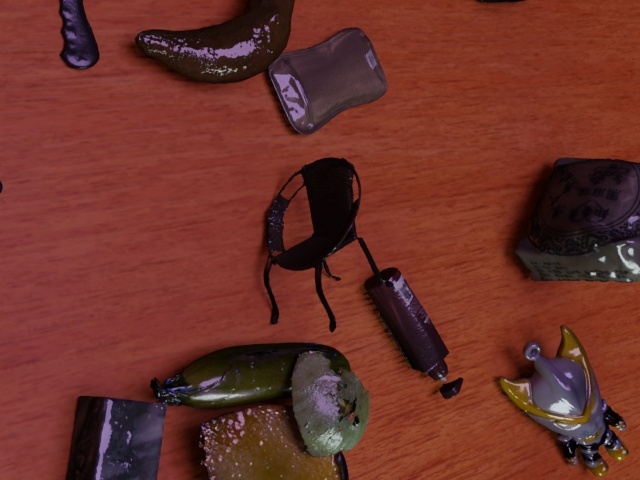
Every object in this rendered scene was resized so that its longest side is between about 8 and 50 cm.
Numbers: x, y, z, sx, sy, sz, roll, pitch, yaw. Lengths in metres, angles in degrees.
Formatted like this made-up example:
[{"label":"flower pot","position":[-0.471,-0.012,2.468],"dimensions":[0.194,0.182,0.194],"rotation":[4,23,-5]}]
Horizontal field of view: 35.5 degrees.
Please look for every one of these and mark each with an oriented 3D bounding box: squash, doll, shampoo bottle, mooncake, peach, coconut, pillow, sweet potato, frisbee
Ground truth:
[{"label":"squash","position":[-0.092,0.186,1.378],"dimensions":[0.331,0.087,0.087],"rotation":[-2,85,-39]},{"label":"doll","position":[0.438,0.295,1.764],"dimensions":[0.316,0.145,0.103],"rotation":[52,24,-27]},{"label":"shampoo bottle","position":[0.153,0.151,1.585],"dimensions":[0.068,0.067,0.236],"rotation":[-39,108,-24]},{"label":"mooncake","position":[0.482,-0.048,1.744],"dimensions":[0.136,0.254,0.250],"rotation":[53,54,-33]},{"label":"peach","position":[-0.078,0.316,1.381],"dimensions":[0.279,0.068,0.189],"rotation":[40,63,-30]},{"label":"coconut","position":[0.018,0.237,1.381],"dimensions":[0.158,0.055,0.133],"rotation":[34,68,-34]},{"label":"pillow","position":[0.015,-0.253,1.550],"dimensions":[0.217,0.033,0.130],"rotation":[-32,100,-35]},{"label":"sweet potato","position":[-0.114,-0.294,1.419],"dimensions":[0.310,0.098,0.124],"rotation":[-37,85,-33]},{"label":"frisbee","position":[-0.322,-0.353,1.319],"dimensions":[0.211,0.012,0.187],"rotation":[53,56,-18]}]

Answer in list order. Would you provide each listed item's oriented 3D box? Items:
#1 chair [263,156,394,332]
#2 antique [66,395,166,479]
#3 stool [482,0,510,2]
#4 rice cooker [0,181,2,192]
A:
[{"label":"chair","position":[0.000,0.000,1.426],"dimensions":[0.149,0.174,0.213],"rotation":[-27,111,-41]},{"label":"antique","position":[-0.258,0.288,1.236],"dimensions":[0.086,0.088,0.183],"rotation":[14,75,-34]},{"label":"stool","position":[0.349,-0.541,1.774],"dimensions":[0.232,0.141,0.232],"rotation":[5,81,-37]},{"label":"rice cooker","position":[-0.441,-0.107,1.117],"dimensions":[0.118,0.142,0.203],"rotation":[-35,105,-22]}]
